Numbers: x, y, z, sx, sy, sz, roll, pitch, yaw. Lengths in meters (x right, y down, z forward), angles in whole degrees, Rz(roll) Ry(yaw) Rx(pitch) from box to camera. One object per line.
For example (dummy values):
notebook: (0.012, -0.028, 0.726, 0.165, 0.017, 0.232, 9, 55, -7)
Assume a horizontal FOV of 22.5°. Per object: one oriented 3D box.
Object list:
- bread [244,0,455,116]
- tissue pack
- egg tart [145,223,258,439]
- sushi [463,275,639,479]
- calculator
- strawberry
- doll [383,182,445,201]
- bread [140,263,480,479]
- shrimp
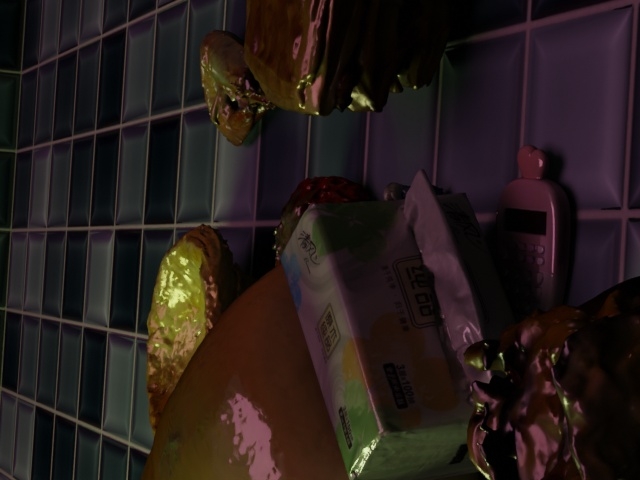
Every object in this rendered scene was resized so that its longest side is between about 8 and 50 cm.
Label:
bread: (0.030, -0.263, 1.559, 0.324, 0.167, 0.277, -125, 43, -70)
tissue pack: (0.082, 0.065, 1.330, 0.145, 0.159, 0.229, 113, 147, -50)
egg tart: (-0.130, 0.128, 1.944, 0.294, 0.123, 0.294, -173, 90, -70)
sushi: (0.201, 0.117, 1.039, 0.204, 0.200, 0.213, 137, 132, -64)
calculator: (0.177, 0.003, 1.343, 0.103, 0.024, 0.166, -169, 81, -68)
strawberry: (0.000, 0.000, 1.694, 0.145, 0.086, 0.145, -176, 90, -66)
doll: (0.092, -0.015, 1.502, 0.050, 0.076, 0.083, -20, 55, 28)
bread: (-0.028, 0.223, 1.511, 0.376, 0.253, 0.348, 119, 143, -49)
shrimp: (-0.103, -0.185, 2.011, 0.267, 0.061, 0.145, -155, 62, -63)
